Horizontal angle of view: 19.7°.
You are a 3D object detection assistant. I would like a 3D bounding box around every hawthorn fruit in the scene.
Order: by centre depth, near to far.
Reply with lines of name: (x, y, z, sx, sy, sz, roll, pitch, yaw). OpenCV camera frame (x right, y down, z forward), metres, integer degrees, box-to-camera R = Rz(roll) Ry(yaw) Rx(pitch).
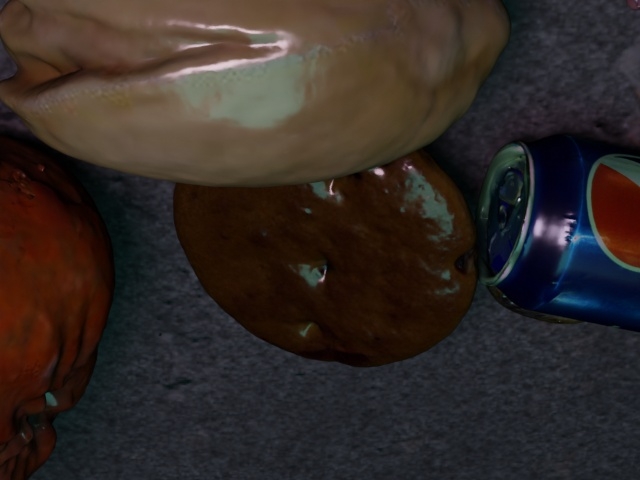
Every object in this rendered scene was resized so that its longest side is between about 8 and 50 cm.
hawthorn fruit: (-0.290, 0.045, 1.118, 0.307, 0.276, 0.276, 20, 133, -1)

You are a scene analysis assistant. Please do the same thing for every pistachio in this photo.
pistachio: (-0.038, -0.112, 1.035, 0.293, 0.181, 0.162, -5, 98, -2)

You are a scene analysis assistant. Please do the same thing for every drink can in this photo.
drink can: (0.207, 0.002, 1.187, 0.205, 0.118, 0.118, 11, 133, -13)

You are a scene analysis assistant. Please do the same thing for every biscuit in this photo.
biscuit: (0.000, 0.000, 1.184, 0.212, 0.036, 0.212, 12, 130, 15)

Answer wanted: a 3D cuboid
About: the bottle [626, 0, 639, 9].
bottle: (0.144, -0.229, 0.955, 0.120, 0.120, 0.253, -21, 134, 17)

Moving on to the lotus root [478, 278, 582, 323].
lotus root: (0.149, 0.026, 1.254, 0.099, 0.049, 0.054, 14, 112, -15)
